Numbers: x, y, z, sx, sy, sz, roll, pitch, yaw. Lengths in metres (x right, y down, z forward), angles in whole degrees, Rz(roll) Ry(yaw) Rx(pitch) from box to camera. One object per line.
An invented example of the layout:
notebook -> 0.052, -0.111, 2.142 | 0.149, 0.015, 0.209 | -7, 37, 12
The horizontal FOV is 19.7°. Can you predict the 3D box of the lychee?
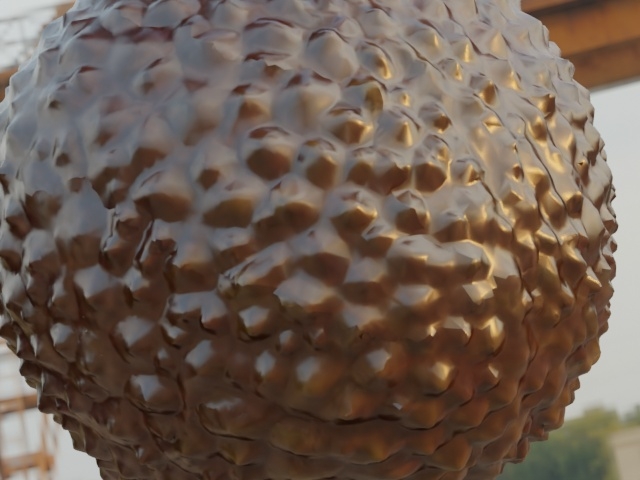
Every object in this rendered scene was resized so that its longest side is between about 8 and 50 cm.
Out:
lychee -> -0.004, -0.004, 0.529 | 0.194, 0.194, 0.194 | -11, -10, -2
